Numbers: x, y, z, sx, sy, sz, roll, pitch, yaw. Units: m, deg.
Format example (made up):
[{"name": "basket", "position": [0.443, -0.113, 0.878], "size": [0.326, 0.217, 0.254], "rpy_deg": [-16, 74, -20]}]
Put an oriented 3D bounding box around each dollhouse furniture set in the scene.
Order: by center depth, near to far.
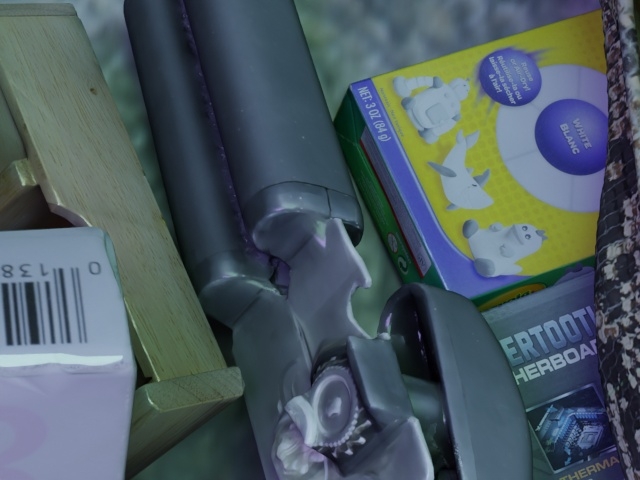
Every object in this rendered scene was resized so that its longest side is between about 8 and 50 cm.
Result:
[{"name": "dollhouse furniture set", "position": [-0.171, 0.018, 0.609], "size": [0.242, 0.212, 0.161], "rpy_deg": [-8, 67, -44]}]

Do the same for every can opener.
[{"name": "can opener", "position": [0.000, 0.000, 0.695], "size": [0.095, 0.076, 0.283], "rpy_deg": [14, 44, -34]}]

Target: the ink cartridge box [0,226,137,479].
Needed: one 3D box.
[{"name": "ink cartridge box", "position": [-0.158, 0.090, 0.563], "size": [0.189, 0.232, 0.066], "rpy_deg": [-3, 47, -13]}]

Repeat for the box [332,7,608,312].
[{"name": "box", "position": [0.107, -0.037, 0.778], "size": [0.179, 0.043, 0.105], "rpy_deg": [-18, 71, -21]}]

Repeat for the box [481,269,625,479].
[{"name": "box", "position": [0.118, 0.105, 0.716], "size": [0.232, 0.059, 0.183], "rpy_deg": [-20, 73, -19]}]

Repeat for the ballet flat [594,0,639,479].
[{"name": "ballet flat", "position": [0.165, -0.028, 0.648], "size": [0.164, 0.182, 0.483], "rpy_deg": [-11, 66, 9]}]
